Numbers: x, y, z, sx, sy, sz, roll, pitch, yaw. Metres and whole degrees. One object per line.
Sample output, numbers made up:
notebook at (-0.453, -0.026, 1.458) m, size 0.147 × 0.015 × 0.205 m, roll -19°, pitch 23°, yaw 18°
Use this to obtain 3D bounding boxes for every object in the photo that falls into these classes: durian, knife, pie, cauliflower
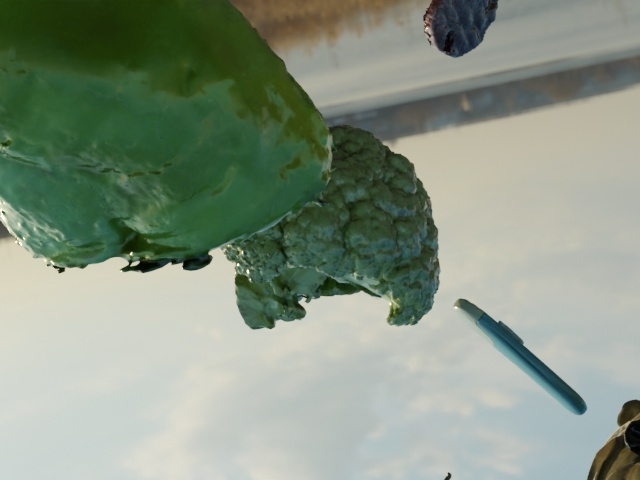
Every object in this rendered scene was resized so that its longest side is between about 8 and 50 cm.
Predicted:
durian at (-0.155, -0.097, 0.932) m, size 0.256 × 0.340 × 0.204 m, roll -32°, pitch -142°, yaw 5°
knife at (0.263, 0.150, 1.664) m, size 0.031 × 0.222 × 0.064 m, roll -49°, pitch 179°, yaw -13°
pie at (0.220, -0.356, 1.972) m, size 0.153 × 0.153 × 0.038 m, roll -15°, pitch -144°, yaw -39°
cauliflower at (0.000, 0.000, 1.414) m, size 0.250 × 0.275 × 0.272 m, roll -42°, pitch -157°, yaw 26°

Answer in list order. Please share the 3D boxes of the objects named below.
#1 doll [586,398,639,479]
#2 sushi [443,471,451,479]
doll at (0.412, 0.312, 1.474) m, size 0.247 × 0.247 × 0.349 m, roll -9°, pitch -155°, yaw 26°
sushi at (0.107, 0.446, 1.290) m, size 0.176 × 0.417 × 0.417 m, roll 25°, pitch -161°, yaw 19°
